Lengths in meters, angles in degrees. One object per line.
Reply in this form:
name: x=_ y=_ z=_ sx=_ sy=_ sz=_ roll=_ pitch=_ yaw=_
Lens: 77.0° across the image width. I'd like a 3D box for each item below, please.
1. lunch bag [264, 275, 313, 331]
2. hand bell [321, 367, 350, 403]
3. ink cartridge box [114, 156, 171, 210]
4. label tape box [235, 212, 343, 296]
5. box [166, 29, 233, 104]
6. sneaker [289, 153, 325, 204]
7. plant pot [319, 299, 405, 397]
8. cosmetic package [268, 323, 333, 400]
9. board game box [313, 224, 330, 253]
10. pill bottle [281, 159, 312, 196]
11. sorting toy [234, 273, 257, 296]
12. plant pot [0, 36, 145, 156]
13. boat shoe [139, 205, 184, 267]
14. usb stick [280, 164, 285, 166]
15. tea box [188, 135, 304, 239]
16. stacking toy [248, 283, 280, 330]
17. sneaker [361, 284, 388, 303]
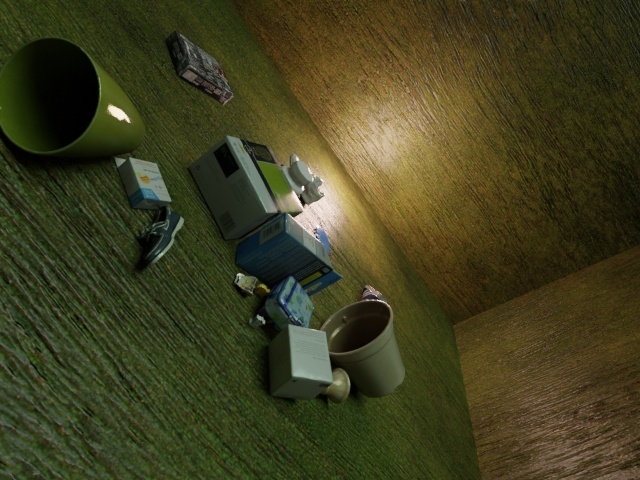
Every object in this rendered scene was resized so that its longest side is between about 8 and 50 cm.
lunch bag: x=-0.110 y=0.236 z=1.458 sx=0.176 sy=0.090 sz=0.219 roll=54 pitch=18 yaw=-9
hand bell: x=-0.021 y=0.510 z=1.430 sx=0.242 sy=0.126 sz=0.126 roll=22 pitch=41 yaw=-39
ink cartridge box: x=-0.545 y=-0.186 z=1.233 sx=0.181 sy=0.062 sz=0.104 roll=64 pitch=22 yaw=13
label tape box: x=-0.113 y=0.081 z=1.553 sx=0.348 sy=0.249 sz=0.115 roll=40 pitch=29 yaw=-38
box: x=-0.584 y=-0.839 z=1.967 sx=0.307 sy=0.077 sz=0.242 roll=13 pitch=50 yaw=-61
sneaker: x=-0.073 y=-0.356 z=2.264 sx=0.114 sy=0.152 sz=0.305 roll=-83 pitch=151 yaw=-62
plant pot: x=0.200 y=0.472 z=1.686 sx=0.305 sy=0.334 sz=0.333 roll=63 pitch=20 yaw=-19
cosmetic package: x=-0.070 y=0.401 z=1.316 sx=0.151 sy=0.151 sz=0.183 roll=19 pitch=41 yaw=-27
board game box: x=0.000 y=0.000 z=2.192 sx=0.133 sy=0.033 sz=0.168 roll=41 pitch=33 yaw=-48
pill bottle: x=-0.173 y=-0.242 z=1.810 sx=0.152 sy=0.272 sz=0.152 roll=46 pitch=25 yaw=-30
sorting toy: x=-0.269 y=0.152 z=1.416 sx=0.075 sy=0.045 sz=0.083 roll=42 pitch=27 yaw=-19
plant pot: x=-0.613 y=-0.330 z=1.068 sx=0.274 sy=0.275 sz=0.293 roll=61 pitch=6 yaw=5
boat shoe: x=-0.462 y=-0.020 z=1.152 sx=0.079 sy=0.095 sz=0.254 roll=49 pitch=23 yaw=-27
usb stick: x=-0.184 y=-0.310 z=2.177 sx=0.077 sy=0.045 sz=0.277 roll=41 pitch=28 yaw=-39
tea box: x=-0.282 y=-0.201 z=1.599 sx=0.328 sy=0.220 sz=0.324 roll=62 pitch=23 yaw=8
stacking toy: x=-0.164 y=0.282 z=1.453 sx=0.221 sy=0.052 sz=0.166 roll=47 pitch=25 yaw=-28
sneaker: x=0.257 y=0.343 z=2.234 sx=0.099 sy=0.153 sz=0.282 roll=52 pitch=-7 yaw=-12
